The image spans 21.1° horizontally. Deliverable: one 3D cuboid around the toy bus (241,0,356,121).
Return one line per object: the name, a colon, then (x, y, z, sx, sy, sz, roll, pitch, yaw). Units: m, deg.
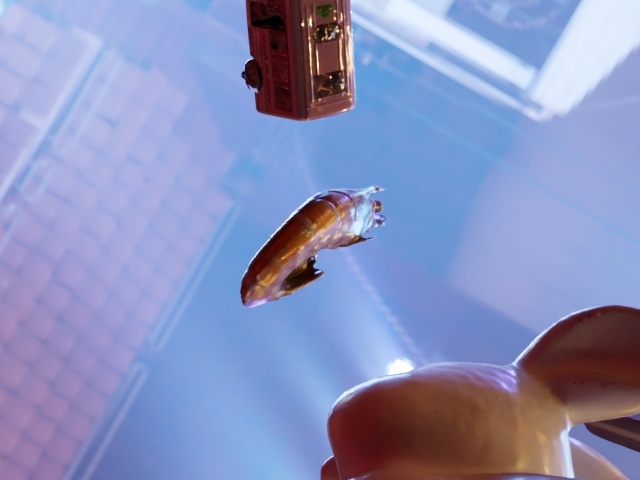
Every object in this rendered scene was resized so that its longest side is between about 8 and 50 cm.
toy bus: (-0.022, -0.230, 1.832, 0.108, 0.096, 0.199, 23, -58, 52)

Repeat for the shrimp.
shrimp: (0.000, 0.000, 1.733, 0.150, 0.068, 0.248, -48, 167, 35)

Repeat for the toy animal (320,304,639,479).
toy animal: (0.092, 0.124, 0.744, 0.193, 0.178, 0.128, -99, -177, -65)

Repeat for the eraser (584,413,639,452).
eraser: (0.293, 0.121, 1.344, 0.225, 0.082, 0.036, -18, 116, -46)
